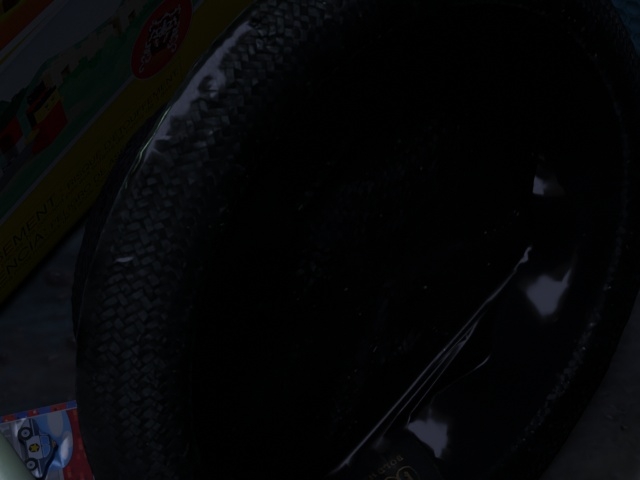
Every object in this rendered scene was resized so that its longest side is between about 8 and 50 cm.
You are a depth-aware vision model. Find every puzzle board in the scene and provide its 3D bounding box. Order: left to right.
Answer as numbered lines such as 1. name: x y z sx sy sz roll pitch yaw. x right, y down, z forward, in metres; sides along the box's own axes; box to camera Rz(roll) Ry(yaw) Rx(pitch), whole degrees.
1. puzzle board: -0.126 0.137 0.855 0.096 0.011 0.128 -12 59 -6

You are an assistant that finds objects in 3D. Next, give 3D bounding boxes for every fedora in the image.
1. fedora: 0.000 0.000 0.824 0.152 0.334 0.334 19 57 47

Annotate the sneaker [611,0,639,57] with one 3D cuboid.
1. sneaker: 0.178 -0.249 0.957 0.319 0.127 0.208 50 55 -23

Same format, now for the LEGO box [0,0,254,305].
1. LEGO box: -0.173 -0.183 0.836 0.193 0.372 0.500 32 64 19

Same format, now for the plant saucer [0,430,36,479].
1. plant saucer: -0.206 0.207 0.689 0.400 0.100 0.401 1 91 30
